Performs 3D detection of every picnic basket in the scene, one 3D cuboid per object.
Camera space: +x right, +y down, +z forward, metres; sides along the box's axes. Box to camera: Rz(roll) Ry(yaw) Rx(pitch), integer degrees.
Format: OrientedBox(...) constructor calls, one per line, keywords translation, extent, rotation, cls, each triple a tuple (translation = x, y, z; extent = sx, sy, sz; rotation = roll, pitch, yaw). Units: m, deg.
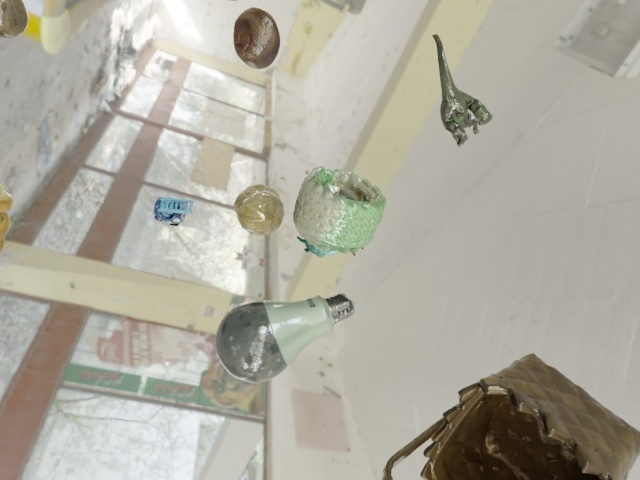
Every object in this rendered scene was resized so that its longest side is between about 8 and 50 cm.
OrientedBox(translation=(0.274, 0.353, 0.742), extent=(0.254, 0.321, 0.291), rotation=(41, -48, 33), cls="picnic basket")

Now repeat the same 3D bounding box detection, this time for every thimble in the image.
OrientedBox(translation=(0.038, -0.075, 1.215), extent=(0.219, 0.219, 0.150), rotation=(-102, -151, -58), cls="thimble")

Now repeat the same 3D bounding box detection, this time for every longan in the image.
OrientedBox(translation=(-0.736, -0.527, 1.167), extent=(0.113, 0.113, 0.092), rotation=(-64, -145, 33), cls="longan")

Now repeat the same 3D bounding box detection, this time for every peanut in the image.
OrientedBox(translation=(-0.167, -0.084, 1.372), extent=(0.298, 0.136, 0.120), rotation=(-122, -155, -75), cls="peanut")

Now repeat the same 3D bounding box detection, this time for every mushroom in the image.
OrientedBox(translation=(-0.261, -0.798, 2.007), extent=(0.194, 0.138, 0.231), rotation=(16, -57, 47), cls="mushroom")

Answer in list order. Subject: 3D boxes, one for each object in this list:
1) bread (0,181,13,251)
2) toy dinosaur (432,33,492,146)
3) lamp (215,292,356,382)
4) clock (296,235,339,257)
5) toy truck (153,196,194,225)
OrientedBox(translation=(-1.043, -0.052, 1.445), extent=(0.316, 0.211, 0.270), rotation=(-1, 103, -63), cls="bread")
OrientedBox(translation=(0.236, -0.267, 0.963), extent=(0.087, 0.179, 0.187), rotation=(-40, 173, 3), cls="toy dinosaur")
OrientedBox(translation=(-0.089, 0.190, 1.154), extent=(0.314, 0.182, 0.182), rotation=(-32, -173, -16), cls="lamp")
OrientedBox(translation=(0.000, 0.000, 1.441), extent=(0.101, 0.135, 0.041), rotation=(60, -28, 24), cls="clock")
OrientedBox(translation=(-0.311, -0.068, 1.088), extent=(0.090, 0.073, 0.056), rotation=(-9, -110, 46), cls="toy truck")
